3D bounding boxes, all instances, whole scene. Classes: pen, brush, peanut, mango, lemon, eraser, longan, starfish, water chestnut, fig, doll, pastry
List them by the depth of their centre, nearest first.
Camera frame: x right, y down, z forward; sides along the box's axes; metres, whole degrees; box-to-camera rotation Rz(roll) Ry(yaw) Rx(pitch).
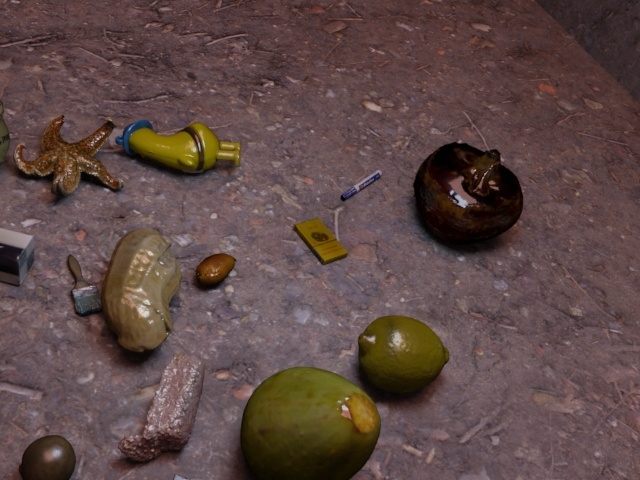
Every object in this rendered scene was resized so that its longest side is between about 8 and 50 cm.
[{"bbox_3d":[-0.528,0.430,1.378,0.119,0.106,0.106,-24,45,13],"label":"longan"},{"bbox_3d":[-0.015,0.378,1.441,0.258,0.326,0.258,11,68,-31],"label":"fig"},{"bbox_3d":[-0.310,0.352,1.519,0.112,0.103,0.265,10,47,17],"label":"pastry"},{"bbox_3d":[-0.427,0.114,1.694,0.174,0.158,0.340,35,41,-27],"label":"peanut"},{"bbox_3d":[-0.891,-0.002,1.695,0.404,0.096,0.098,15,42,-4],"label":"eraser"},{"bbox_3d":[0.196,0.273,1.719,0.248,0.184,0.184,14,42,-20],"label":"lemon"},{"bbox_3d":[-0.583,0.103,1.748,0.070,0.021,0.196,-13,49,-28],"label":"brush"},{"bbox_3d":[-0.269,0.075,1.849,0.077,0.063,0.127,29,38,19],"label":"mango"},{"bbox_3d":[-0.678,-0.236,1.994,0.312,0.113,0.303,31,50,12],"label":"starfish"},{"bbox_3d":[-0.413,-0.275,2.102,0.363,0.145,0.199,5,30,-8],"label":"doll"},{"bbox_3d":[0.450,-0.162,2.156,0.350,0.302,0.350,7,48,-8],"label":"water chestnut"},{"bbox_3d":[0.130,-0.175,2.266,0.025,0.025,0.204,37,46,19],"label":"pen"}]

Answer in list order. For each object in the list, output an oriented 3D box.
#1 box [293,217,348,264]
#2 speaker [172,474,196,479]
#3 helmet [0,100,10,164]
[{"bbox_3d":[0.000,0.000,2.045,0.087,0.023,0.155,-19,54,-30],"label":"box"},{"bbox_3d":[-0.206,0.518,1.429,0.191,0.040,0.046,17,45,-2],"label":"speaker"},{"bbox_3d":[-0.905,-0.258,1.927,0.204,0.137,0.257,-25,28,10],"label":"helmet"}]
